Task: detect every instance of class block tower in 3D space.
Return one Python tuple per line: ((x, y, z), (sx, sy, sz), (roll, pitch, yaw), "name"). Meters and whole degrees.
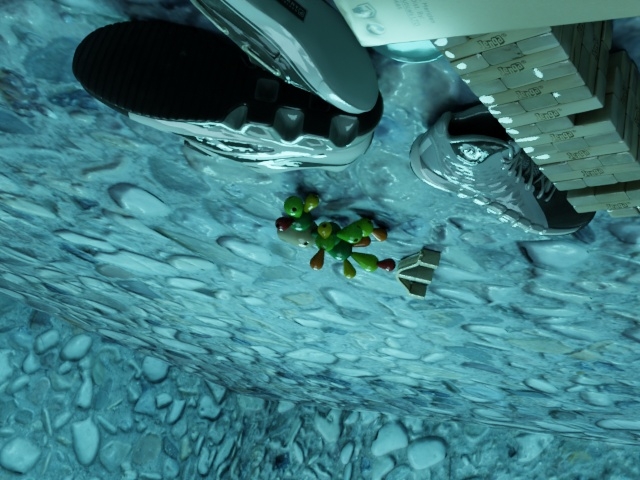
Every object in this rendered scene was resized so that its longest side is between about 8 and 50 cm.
((0.217, -0.133, 0.616), (0.091, 0.097, 0.335), (-7, 149, 42), "block tower")

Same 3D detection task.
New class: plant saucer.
((0.082, -0.198, 0.640), (0.119, 0.021, 0.119), (12, 158, 5), "plant saucer")

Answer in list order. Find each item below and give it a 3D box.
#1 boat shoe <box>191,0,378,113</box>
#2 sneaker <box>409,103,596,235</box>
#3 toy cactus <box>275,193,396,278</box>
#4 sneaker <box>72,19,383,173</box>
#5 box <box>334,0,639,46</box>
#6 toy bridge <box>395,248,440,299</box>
((-0.034, -0.195, 0.659), (0.219, 0.077, 0.070), (38, 149, -29), "boat shoe")
((0.219, -0.080, 0.759), (0.229, 0.086, 0.132), (18, 156, -6), "sneaker")
((0.000, 0.000, 1.097), (0.219, 0.112, 0.181), (22, 169, -40), "toy cactus")
((-0.107, -0.137, 0.775), (0.331, 0.122, 0.146), (16, 157, -1), "sneaker")
((0.154, -0.214, 0.388), (0.311, 0.147, 0.121), (4, 157, 29), "box")
((0.163, 0.056, 1.207), (0.063, 0.026, 0.188), (13, 158, 6), "toy bridge")
